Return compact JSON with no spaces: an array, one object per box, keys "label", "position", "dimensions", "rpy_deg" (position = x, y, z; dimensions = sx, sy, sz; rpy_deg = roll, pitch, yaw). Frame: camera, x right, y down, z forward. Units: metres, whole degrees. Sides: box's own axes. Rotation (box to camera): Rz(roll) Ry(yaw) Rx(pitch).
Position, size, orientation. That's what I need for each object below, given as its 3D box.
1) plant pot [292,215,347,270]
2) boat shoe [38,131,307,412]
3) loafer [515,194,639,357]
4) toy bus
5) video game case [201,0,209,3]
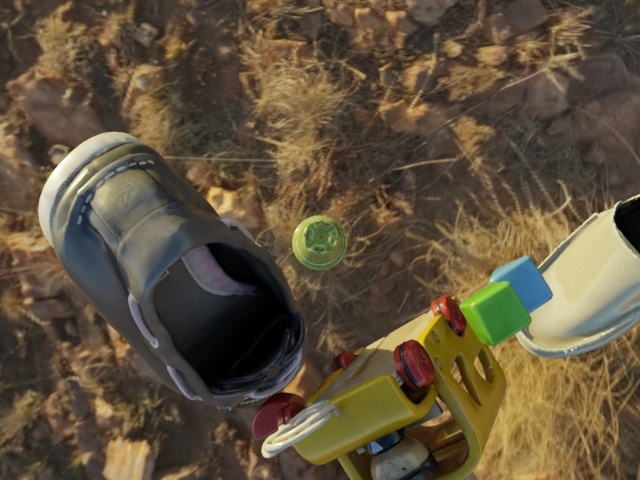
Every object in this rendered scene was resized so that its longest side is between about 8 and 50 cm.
[{"label":"plant pot","position":[0.000,0.000,1.186],"dimensions":[0.083,0.079,0.083],"rpy_deg":[0,84,-1]},{"label":"boat shoe","position":[-0.067,0.059,0.543],"dimensions":[0.112,0.335,0.095],"rpy_deg":[-46,59,-10]},{"label":"loafer","position":[0.268,0.012,0.706],"dimensions":[0.268,0.092,0.102],"rpy_deg":[-42,58,27]},{"label":"toy bus","position":[0.055,0.112,0.505],"dimensions":[0.104,0.202,0.191],"rpy_deg":[58,159,1]},{"label":"video game case","position":[-0.198,-0.420,1.022],"dimensions":[0.232,0.210,0.042],"rpy_deg":[43,77,-14]}]
